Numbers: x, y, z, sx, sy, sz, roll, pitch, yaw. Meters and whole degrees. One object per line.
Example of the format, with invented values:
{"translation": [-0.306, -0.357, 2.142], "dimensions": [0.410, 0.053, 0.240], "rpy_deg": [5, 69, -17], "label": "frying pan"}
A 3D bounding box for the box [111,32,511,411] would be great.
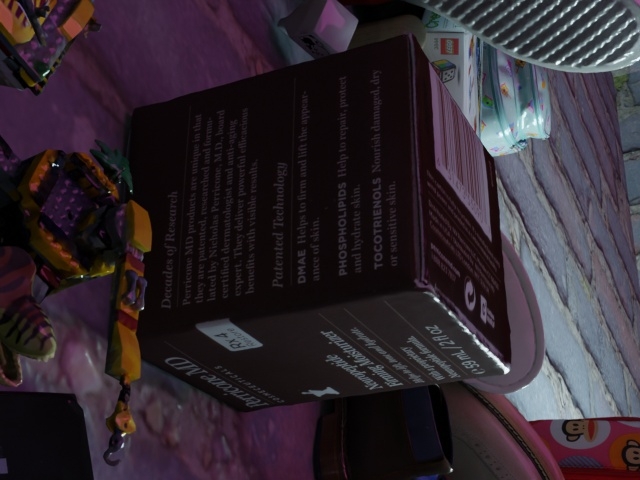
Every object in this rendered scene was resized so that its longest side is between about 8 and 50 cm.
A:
{"translation": [0.000, 0.000, 0.681], "dimensions": [0.168, 0.203, 0.167], "rpy_deg": [41, 42, -54], "label": "box"}

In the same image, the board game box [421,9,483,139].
{"translation": [0.147, -0.134, 1.169], "dimensions": [0.193, 0.053, 0.305], "rpy_deg": [-71, 161, -52], "label": "board game box"}

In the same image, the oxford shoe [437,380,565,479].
{"translation": [0.152, 0.281, 0.984], "dimensions": [0.146, 0.140, 0.397], "rpy_deg": [-31, 93, -30], "label": "oxford shoe"}

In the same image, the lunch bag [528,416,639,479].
{"translation": [0.352, 0.328, 1.222], "dimensions": [0.120, 0.258, 0.293], "rpy_deg": [-74, 156, -46], "label": "lunch bag"}

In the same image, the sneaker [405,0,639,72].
{"translation": [0.159, -0.284, 0.982], "dimensions": [0.150, 0.366, 0.135], "rpy_deg": [-50, 156, -26], "label": "sneaker"}

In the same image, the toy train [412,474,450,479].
{"translation": [0.088, 0.256, 0.860], "dimensions": [0.105, 0.080, 0.184], "rpy_deg": [45, 13, -9], "label": "toy train"}

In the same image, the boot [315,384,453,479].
{"translation": [0.061, 0.111, 0.890], "dimensions": [0.082, 0.106, 0.219], "rpy_deg": [50, 36, -48], "label": "boot"}

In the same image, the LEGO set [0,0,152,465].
{"translation": [-0.137, 0.000, 0.346], "dimensions": [0.255, 0.192, 0.331], "rpy_deg": [58, 30, -24], "label": "LEGO set"}

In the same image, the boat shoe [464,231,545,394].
{"translation": [0.095, -0.007, 0.951], "dimensions": [0.319, 0.116, 0.099], "rpy_deg": [52, 11, -2], "label": "boat shoe"}

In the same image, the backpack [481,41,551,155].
{"translation": [0.229, -0.196, 1.402], "dimensions": [0.188, 0.144, 0.166], "rpy_deg": [-5, 88, -64], "label": "backpack"}

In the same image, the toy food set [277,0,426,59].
{"translation": [0.009, -0.209, 0.980], "dimensions": [0.232, 0.104, 0.111], "rpy_deg": [34, 70, -36], "label": "toy food set"}

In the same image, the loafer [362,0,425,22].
{"translation": [0.072, -0.273, 1.170], "dimensions": [0.078, 0.076, 0.223], "rpy_deg": [1, 82, -46], "label": "loafer"}

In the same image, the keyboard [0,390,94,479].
{"translation": [-0.162, 0.122, 0.478], "dimensions": [0.180, 0.023, 0.108], "rpy_deg": [19, 55, -63], "label": "keyboard"}
